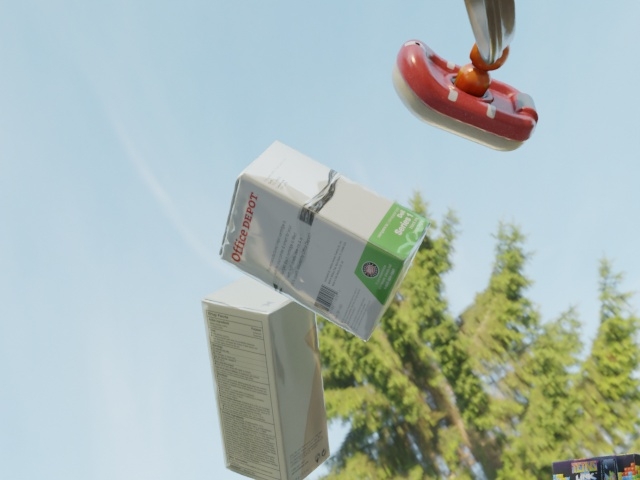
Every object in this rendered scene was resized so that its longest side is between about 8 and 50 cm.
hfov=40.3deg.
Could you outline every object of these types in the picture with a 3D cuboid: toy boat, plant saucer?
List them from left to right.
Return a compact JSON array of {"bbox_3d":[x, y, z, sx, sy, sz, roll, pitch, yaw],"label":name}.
[{"bbox_3d":[0.224,-0.240,1.280,0.231,0.151,0.151,19,-57,-8],"label":"toy boat"},{"bbox_3d":[0.188,-0.351,1.051,0.041,0.278,0.278,-13,-51,7],"label":"plant saucer"}]

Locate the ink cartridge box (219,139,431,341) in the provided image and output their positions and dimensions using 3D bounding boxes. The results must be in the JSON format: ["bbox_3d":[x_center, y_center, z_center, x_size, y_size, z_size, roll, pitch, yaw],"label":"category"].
[{"bbox_3d":[0.000,0.000,1.071,0.219,0.092,0.160,29,-45,9],"label":"ink cartridge box"}]

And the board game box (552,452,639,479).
[{"bbox_3d":[0.464,0.363,1.337,0.170,0.048,0.141,20,-28,-38],"label":"board game box"}]

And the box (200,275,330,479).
[{"bbox_3d":[-0.085,0.225,1.405,0.121,0.148,0.311,-27,-60,-49],"label":"box"}]
